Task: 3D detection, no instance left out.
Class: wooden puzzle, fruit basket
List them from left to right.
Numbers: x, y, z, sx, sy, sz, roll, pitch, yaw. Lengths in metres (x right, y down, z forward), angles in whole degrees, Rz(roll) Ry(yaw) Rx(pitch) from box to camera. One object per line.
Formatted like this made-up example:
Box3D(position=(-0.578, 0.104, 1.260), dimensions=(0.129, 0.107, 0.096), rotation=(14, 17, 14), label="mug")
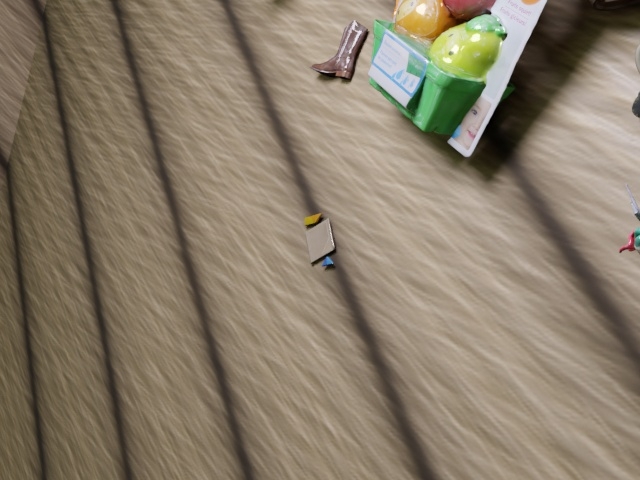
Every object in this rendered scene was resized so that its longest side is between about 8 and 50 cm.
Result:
Box3D(position=(0.000, 0.000, 1.400), dimensions=(0.079, 0.014, 0.116), rotation=(-26, 60, 42), label="wooden puzzle")
Box3D(position=(0.207, -0.358, 1.145), dimensions=(0.327, 0.165, 0.353), rotation=(54, 138, 44), label="fruit basket")

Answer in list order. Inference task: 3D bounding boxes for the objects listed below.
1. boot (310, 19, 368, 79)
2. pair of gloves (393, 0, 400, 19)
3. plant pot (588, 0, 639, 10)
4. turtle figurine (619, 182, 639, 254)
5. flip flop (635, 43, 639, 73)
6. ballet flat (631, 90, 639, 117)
Box3D(position=(0.037, -0.384, 1.459), dimensions=(0.106, 0.037, 0.114), rotation=(20, 95, 33), label="boot")
Box3D(position=(0.169, -0.431, 1.362), dimensions=(0.083, 0.010, 0.074), rotation=(-10, 71, 42), label="pair of gloves")
Box3D(position=(0.406, -0.450, 1.012), dimensions=(0.215, 0.215, 0.230), rotation=(-16, 82, 41), label="plant pot")
Box3D(position=(0.459, 0.026, 0.866), dimensions=(0.175, 0.118, 0.234), rotation=(-17, 60, -4), label="turtle figurine")
Box3D(position=(0.492, -0.163, 0.879), dimensions=(0.112, 0.080, 0.277), rotation=(-46, 63, 33), label="flip flop")
Box3D(position=(0.491, -0.218, 0.962), dimensions=(0.173, 0.049, 0.057), rotation=(-38, 95, 33), label="ballet flat")
